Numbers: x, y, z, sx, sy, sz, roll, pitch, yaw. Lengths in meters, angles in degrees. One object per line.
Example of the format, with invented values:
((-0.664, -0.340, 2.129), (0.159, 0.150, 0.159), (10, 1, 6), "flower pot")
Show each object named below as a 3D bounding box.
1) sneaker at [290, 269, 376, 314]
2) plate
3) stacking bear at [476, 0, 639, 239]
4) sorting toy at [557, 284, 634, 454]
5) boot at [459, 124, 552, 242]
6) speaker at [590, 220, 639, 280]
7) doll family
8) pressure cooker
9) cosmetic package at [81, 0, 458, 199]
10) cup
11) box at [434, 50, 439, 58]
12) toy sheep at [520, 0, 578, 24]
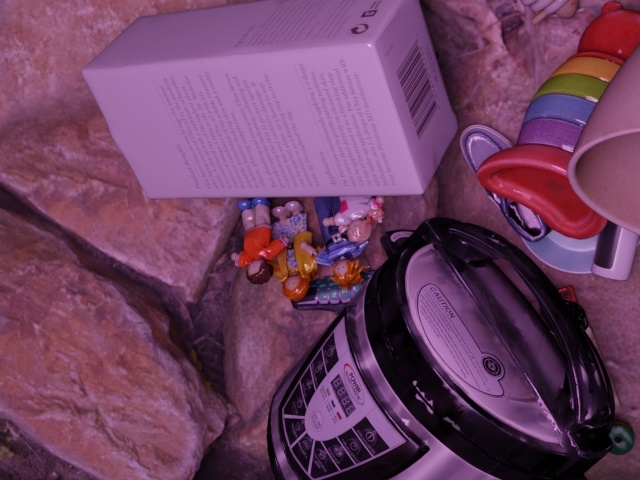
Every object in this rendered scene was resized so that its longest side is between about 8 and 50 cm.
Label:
((0.066, 0.099, 1.529), (0.223, 0.083, 0.098), (-12, 106, 20), "sneaker")
((0.370, -0.046, 1.441), (0.188, 0.024, 0.188), (3, 100, 16), "plate")
((0.355, -0.175, 1.323), (0.175, 0.164, 0.289), (31, 73, -5), "stacking bear")
((0.350, 0.191, 1.479), (0.132, 0.046, 0.275), (-21, 94, 19), "sorting toy")
((0.258, -0.082, 1.410), (0.069, 0.086, 0.190), (-42, 84, 20), "boot")
((0.412, -0.017, 1.393), (0.055, 0.055, 0.136), (13, 104, 14), "speaker")
((0.000, 0.000, 1.492), (0.262, 0.118, 0.163), (-23, 57, 23), "doll family")
((0.168, 0.195, 1.331), (0.369, 0.375, 0.420), (35, 124, -7), "pressure cooker")
((-0.069, -0.191, 1.375), (0.453, 0.161, 0.230), (1, 131, 30), "cosmetic package")
((0.464, -0.146, 1.112), (0.331, 0.331, 0.237), (15, 74, 13), "cup")
((0.028, -0.253, 1.484), (0.231, 0.056, 0.183), (33, 109, 8), "box")
((0.299, -0.351, 1.373), (0.132, 0.091, 0.091), (40, 109, -14), "toy sheep")
